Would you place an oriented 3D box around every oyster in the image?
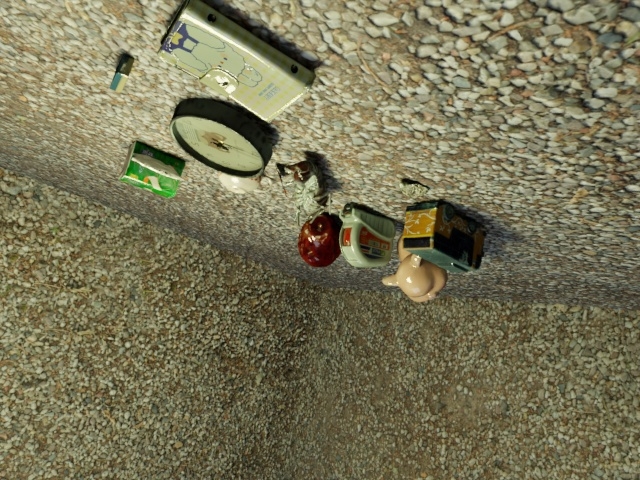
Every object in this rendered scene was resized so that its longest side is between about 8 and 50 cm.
[{"bbox_3d":[0.308,-0.169,1.636,0.100,0.037,0.098,12,167,6],"label":"oyster"}]

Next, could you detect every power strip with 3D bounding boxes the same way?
[{"bbox_3d":[-0.522,-0.437,1.286,0.032,0.056,0.123,19,165,-29],"label":"power strip"}]

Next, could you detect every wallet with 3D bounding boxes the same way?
[{"bbox_3d":[-0.191,-0.396,1.096,0.309,0.077,0.223,23,160,-30],"label":"wallet"}]

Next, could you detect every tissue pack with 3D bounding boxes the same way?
[{"bbox_3d":[-0.640,-0.272,1.888,0.208,0.148,0.156,22,166,-32],"label":"tissue pack"}]

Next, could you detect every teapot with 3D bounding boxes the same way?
[{"bbox_3d":[-0.294,-0.234,1.846,0.245,0.116,0.159,15,157,-36],"label":"teapot"}]

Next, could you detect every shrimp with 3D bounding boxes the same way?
[{"bbox_3d":[-0.041,-0.172,1.744,0.221,0.166,0.411,44,160,16],"label":"shrimp"}]

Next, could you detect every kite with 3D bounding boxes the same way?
[{"bbox_3d":[-0.137,-0.209,1.763,0.010,0.159,0.190,-18,-150,-1],"label":"kite"}]

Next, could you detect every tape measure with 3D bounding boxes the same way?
[{"bbox_3d":[0.185,-0.009,2.027,0.243,0.247,0.125,14,172,-33],"label":"tape measure"}]

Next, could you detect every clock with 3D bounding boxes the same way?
[{"bbox_3d":[-0.307,-0.305,1.508,0.324,0.067,0.325,18,159,7],"label":"clock"}]

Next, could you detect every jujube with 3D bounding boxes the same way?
[{"bbox_3d":[0.000,0.000,2.267,0.222,0.223,0.318,12,159,6],"label":"jujube"}]

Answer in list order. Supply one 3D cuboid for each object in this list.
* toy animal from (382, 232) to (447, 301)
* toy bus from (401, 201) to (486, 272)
[{"bbox_3d":[0.409,0.096,2.030,0.269,0.327,0.237,4,144,-39],"label":"toy animal"},{"bbox_3d":[0.463,-0.006,1.824,0.323,0.194,0.161,23,162,-36],"label":"toy bus"}]
